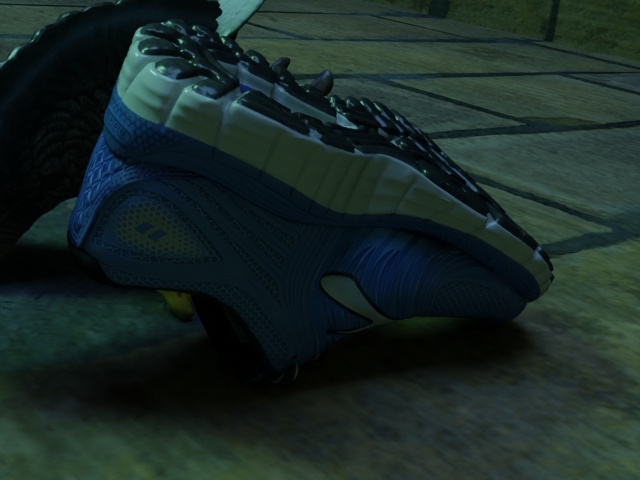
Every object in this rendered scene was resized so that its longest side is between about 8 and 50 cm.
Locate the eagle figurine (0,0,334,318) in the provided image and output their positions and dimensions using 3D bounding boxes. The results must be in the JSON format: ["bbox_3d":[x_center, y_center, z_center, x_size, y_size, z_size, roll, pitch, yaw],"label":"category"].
[{"bbox_3d":[-0.124,-0.057,0.653,0.298,0.226,0.225,1,38,-33],"label":"eagle figurine"}]

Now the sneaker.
[{"bbox_3d":[0.000,0.000,0.603,0.330,0.147,0.130,19,24,-43],"label":"sneaker"}]
